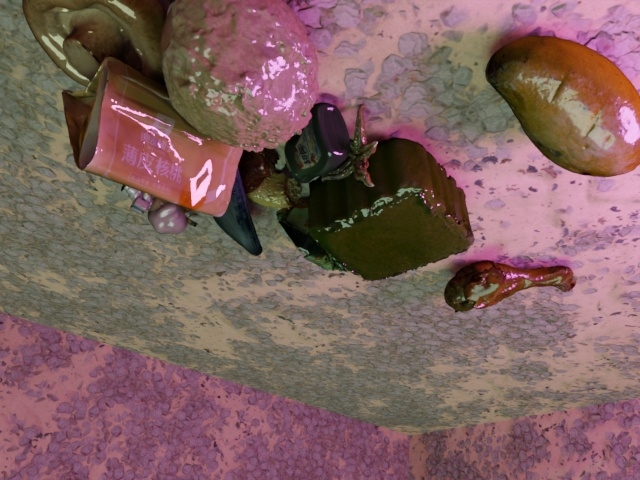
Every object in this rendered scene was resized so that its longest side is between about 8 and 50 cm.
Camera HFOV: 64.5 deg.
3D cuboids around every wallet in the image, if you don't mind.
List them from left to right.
[{"bbox_3d":[-0.240,-0.107,1.291,0.191,0.046,0.378,42,159,25],"label":"wallet"}]

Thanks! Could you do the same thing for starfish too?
[{"bbox_3d":[0.072,-0.198,1.065,0.053,0.175,0.208,5,-169,-32],"label":"starfish"}]

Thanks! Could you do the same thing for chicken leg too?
[{"bbox_3d":[0.531,0.114,1.465,0.361,0.140,0.211,-19,160,21],"label":"chicken leg"}]

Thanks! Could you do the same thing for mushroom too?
[{"bbox_3d":[-0.389,-0.370,0.909,0.279,0.145,0.278,13,151,7],"label":"mushroom"}]

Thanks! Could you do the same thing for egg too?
[{"bbox_3d":[-0.135,-0.296,0.865,0.280,0.278,0.310,-8,151,25],"label":"egg"}]

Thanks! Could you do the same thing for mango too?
[{"bbox_3d":[0.451,-0.244,0.906,0.177,0.175,0.329,-41,106,14],"label":"mango"}]

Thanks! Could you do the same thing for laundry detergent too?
[{"bbox_3d":[-0.027,-0.201,1.111,0.078,0.144,0.222,-12,174,-32],"label":"laundry detergent"}]

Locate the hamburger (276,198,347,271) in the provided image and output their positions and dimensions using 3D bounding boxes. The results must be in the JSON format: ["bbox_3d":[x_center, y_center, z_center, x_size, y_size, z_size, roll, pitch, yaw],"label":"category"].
[{"bbox_3d":[0.001,0.002,1.367,0.235,0.125,0.214,30,171,44],"label":"hamburger"}]

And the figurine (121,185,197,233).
[{"bbox_3d":[-0.448,-0.087,1.412,0.229,0.111,0.137,37,144,-22],"label":"figurine"}]

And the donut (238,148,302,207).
[{"bbox_3d":[-0.140,-0.151,1.251,0.141,0.085,0.217,-10,145,26],"label":"donut"}]

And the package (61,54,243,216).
[{"bbox_3d":[-0.287,-0.197,0.954,0.165,0.221,0.311,-39,147,20],"label":"package"}]

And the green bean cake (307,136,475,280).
[{"bbox_3d":[0.167,-0.071,1.205,0.319,0.217,0.335,-20,144,26],"label":"green bean cake"}]
